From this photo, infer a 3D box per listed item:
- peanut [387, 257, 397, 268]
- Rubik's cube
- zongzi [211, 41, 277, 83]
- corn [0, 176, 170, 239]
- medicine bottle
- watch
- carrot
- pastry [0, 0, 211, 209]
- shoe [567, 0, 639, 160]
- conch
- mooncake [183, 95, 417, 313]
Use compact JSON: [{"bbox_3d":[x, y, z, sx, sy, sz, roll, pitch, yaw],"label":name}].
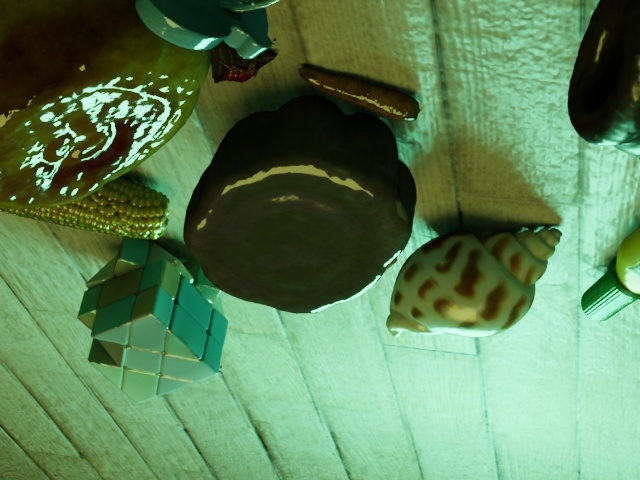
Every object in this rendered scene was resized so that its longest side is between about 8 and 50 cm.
[{"bbox_3d":[0.000,0.000,2.057,0.236,0.110,0.120,13,133,-16],"label":"peanut"},{"bbox_3d":[-0.259,0.124,2.305,0.224,0.213,0.265,-21,129,26],"label":"Rubik's cube"},{"bbox_3d":[-0.092,-0.225,1.737,0.073,0.067,0.083,-19,160,28],"label":"zongzi"},{"bbox_3d":[-0.380,-0.067,2.092,0.310,0.101,0.101,14,153,0],"label":"corn"},{"bbox_3d":[0.455,0.038,1.962,0.111,0.076,0.309,19,153,-9],"label":"medicine bottle"},{"bbox_3d":[-0.094,-0.312,1.444,0.211,0.211,0.193,26,128,-24],"label":"watch"},{"bbox_3d":[0.049,-0.186,1.753,0.165,0.036,0.036,19,153,-6],"label":"carrot"},{"bbox_3d":[-0.287,-0.171,1.571,0.356,0.164,0.356,-28,161,-10],"label":"pastry"},{"bbox_3d":[0.390,-0.144,1.530,0.237,0.171,0.384,3,151,5],"label":"shoe"},{"bbox_3d":[0.220,0.057,2.024,0.275,0.183,0.149,-10,121,9],"label":"conch"},{"bbox_3d":[-0.024,-0.046,1.851,0.306,0.154,0.306,5,135,5],"label":"mooncake"}]
